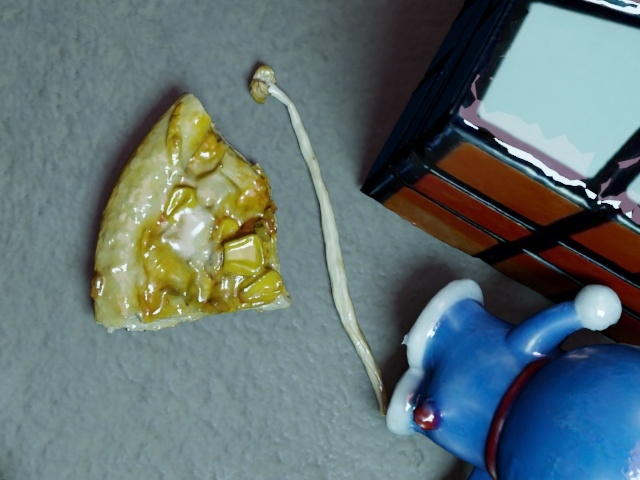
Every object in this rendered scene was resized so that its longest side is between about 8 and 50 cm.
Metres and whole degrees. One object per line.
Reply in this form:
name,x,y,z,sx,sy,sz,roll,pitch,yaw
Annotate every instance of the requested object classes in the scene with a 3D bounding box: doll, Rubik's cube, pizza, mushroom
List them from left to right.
pizza,-0.087,0.003,0.923,0.161,0.062,0.182,35,78,-8
mushroom,0.006,-0.002,0.957,0.028,0.026,0.286,-22,88,6
doll,0.165,0.132,0.856,0.161,0.257,0.215,-14,125,-41
Rubik's cube,0.233,-0.101,0.867,0.293,0.283,0.288,32,78,-6
